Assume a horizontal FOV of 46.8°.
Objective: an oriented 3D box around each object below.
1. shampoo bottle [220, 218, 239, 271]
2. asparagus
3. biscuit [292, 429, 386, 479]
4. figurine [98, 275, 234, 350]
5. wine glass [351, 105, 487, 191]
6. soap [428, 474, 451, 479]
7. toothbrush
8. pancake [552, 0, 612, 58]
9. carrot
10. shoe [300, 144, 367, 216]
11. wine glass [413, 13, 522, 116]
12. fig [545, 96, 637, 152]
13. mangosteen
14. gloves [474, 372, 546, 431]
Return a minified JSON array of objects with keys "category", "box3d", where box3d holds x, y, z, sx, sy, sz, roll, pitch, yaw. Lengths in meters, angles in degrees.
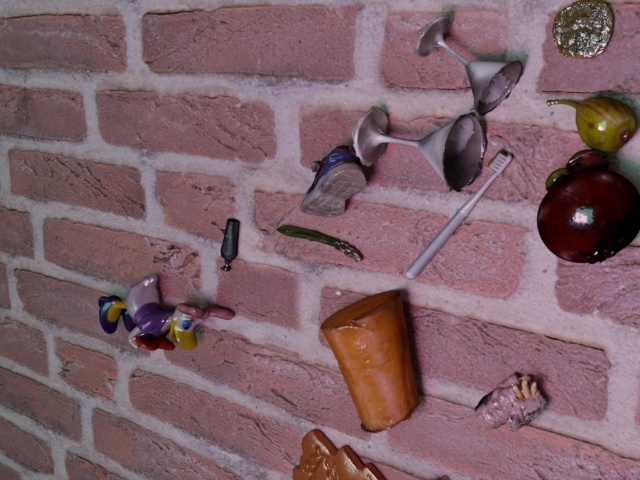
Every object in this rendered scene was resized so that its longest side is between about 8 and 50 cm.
[{"category":"shampoo bottle","box3d":[-0.228,0.013,1.860,0.048,0.027,0.137,19,112,23]},{"category":"asparagus","box3d":[-0.001,0.000,1.686,0.236,0.027,0.034,18,91,31]},{"category":"biscuit","box3d":[0.057,0.600,1.777,0.306,0.043,0.284,0,101,37]},{"category":"figurine","box3d":[-0.427,0.200,1.984,0.420,0.154,0.193,12,90,39]},{"category":"wine glass","box3d":[0.184,-0.188,1.437,0.232,0.156,0.156,16,110,38]},{"category":"soap","box3d":[0.228,0.657,1.621,0.258,0.080,0.160,-57,48,30]},{"category":"toothbrush","box3d":[0.269,-0.043,1.474,0.030,0.025,0.342,27,123,-10]},{"category":"pancake","box3d":[0.449,-0.363,1.270,0.108,0.017,0.108,8,102,37]},{"category":"carrot","box3d":[0.126,0.255,1.568,0.196,0.196,0.254,-16,99,38]},{"category":"shoe","box3d":[0.021,-0.137,1.593,0.227,0.099,0.126,138,134,-56]},{"category":"wine glass","box3d":[0.267,-0.330,1.359,0.183,0.122,0.122,47,124,22]},{"category":"fig","box3d":[0.453,-0.216,1.259,0.166,0.093,0.093,40,121,24]},{"category":"mangosteen","box3d":[0.451,-0.059,1.258,0.199,0.200,0.200,10,106,35]},{"category":"gloves","box3d":[0.372,0.324,1.444,0.094,0.110,0.144,57,156,2]}]
